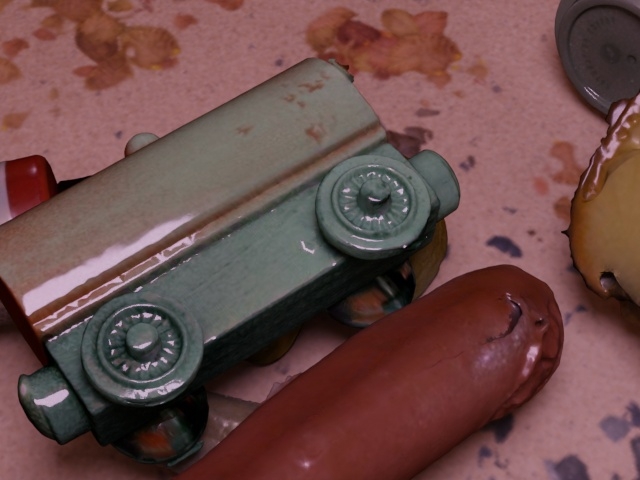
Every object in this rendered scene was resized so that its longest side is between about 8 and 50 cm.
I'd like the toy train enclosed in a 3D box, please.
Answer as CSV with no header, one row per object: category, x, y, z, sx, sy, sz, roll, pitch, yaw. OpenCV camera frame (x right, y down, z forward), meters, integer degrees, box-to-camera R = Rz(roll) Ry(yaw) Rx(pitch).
toy train,-0.062,0.002,0.734,0.285,0.116,0.177,-32,66,-17

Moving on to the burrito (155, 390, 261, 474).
burrito,-0.047,0.124,0.753,0.188,0.045,0.058,17,58,14

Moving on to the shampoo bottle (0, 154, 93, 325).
shampoo bottle,-0.223,0.006,0.803,0.278,0.104,0.104,-13,58,-6

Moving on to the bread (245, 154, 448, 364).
bread,0.000,0.000,0.823,0.149,0.065,0.187,28,61,14

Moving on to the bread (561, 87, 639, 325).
bread,0.285,-0.035,0.777,0.262,0.162,0.204,-45,65,2

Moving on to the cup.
cup,0.246,-0.160,0.886,0.120,0.120,0.141,36,57,23

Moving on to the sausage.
sausage,-0.013,0.129,0.663,0.419,0.094,0.094,-33,95,-30
